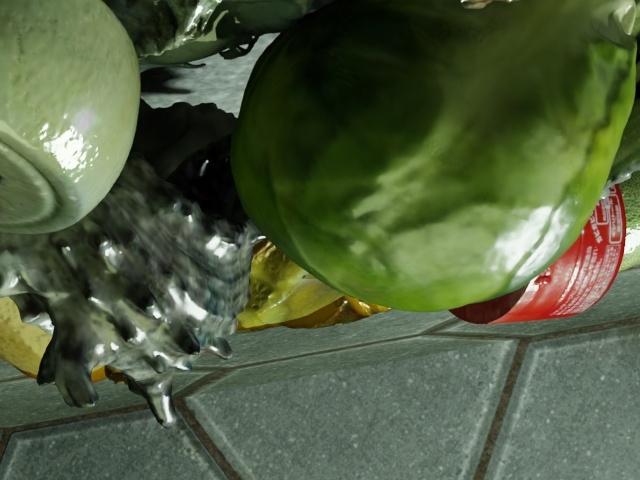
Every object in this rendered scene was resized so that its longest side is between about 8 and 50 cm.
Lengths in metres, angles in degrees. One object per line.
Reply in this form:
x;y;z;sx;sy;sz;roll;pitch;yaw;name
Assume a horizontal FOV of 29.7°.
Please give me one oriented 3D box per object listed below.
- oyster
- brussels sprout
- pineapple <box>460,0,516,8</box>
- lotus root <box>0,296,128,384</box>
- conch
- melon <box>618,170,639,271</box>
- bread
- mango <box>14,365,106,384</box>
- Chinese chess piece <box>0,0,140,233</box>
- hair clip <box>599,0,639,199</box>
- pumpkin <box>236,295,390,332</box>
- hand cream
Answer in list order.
-0.096;-0.130;0.707;0.199;0.087;0.252;-14;173;-6;oyster
0.081;-0.080;0.760;0.271;0.210;0.219;-46;-158;-9;brussels sprout
0.027;-0.185;0.534;0.237;0.111;0.119;14;124;-48;pineapple
-0.243;0.020;0.998;0.130;0.146;0.303;-7;138;30;lotus root
-0.152;-0.012;0.844;0.240;0.313;0.186;35;123;-11;conch
0.295;-0.028;1.317;0.192;0.139;0.139;-17;166;18;melon
0.000;0.000;1.158;0.233;0.088;0.160;-45;152;15;bread
-0.302;0.094;1.444;0.175;0.139;0.254;-20;161;-9;mango
-0.210;-0.086;0.622;0.237;0.092;0.238;15;162;5;Chinese chess piece
0.237;-0.126;0.922;0.091;0.138;0.321;-37;178;-24;hair clip
-0.007;0.072;1.646;0.290;0.095;0.258;-8;-177;39;pumpkin
0.199;-0.012;1.207;0.125;0.193;0.193;0;164;-32;hand cream
